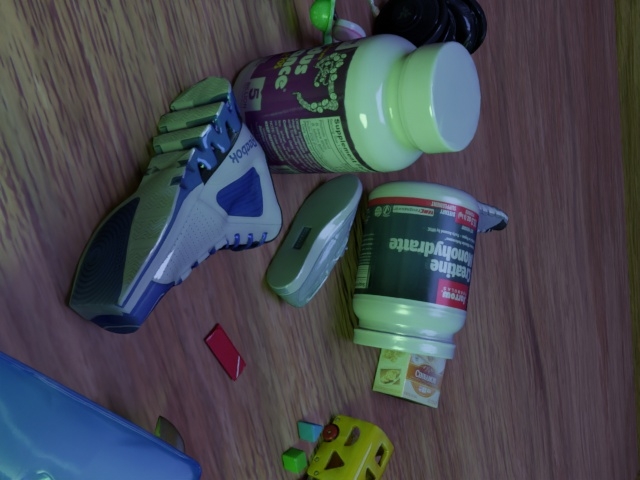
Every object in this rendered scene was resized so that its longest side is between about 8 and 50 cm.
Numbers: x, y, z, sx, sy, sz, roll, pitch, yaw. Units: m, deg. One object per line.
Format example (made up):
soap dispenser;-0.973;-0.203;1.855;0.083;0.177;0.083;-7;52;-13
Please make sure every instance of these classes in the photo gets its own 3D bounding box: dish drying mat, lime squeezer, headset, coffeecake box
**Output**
dish drying mat;-0.128;0.152;0.864;0.032;0.008;0.083;-51;130;-35
lime squeezer;-0.022;-0.329;0.888;0.110;0.059;0.310;-36;128;-3
headset;0.223;-0.379;1.127;0.243;0.185;0.395;-21;120;-49
coffeecake box;0.181;0.210;1.208;0.142;0.068;0.186;30;69;-47

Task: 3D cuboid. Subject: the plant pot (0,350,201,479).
plant pot;-0.260;0.208;0.466;0.236;0.236;0.212;36;60;-15

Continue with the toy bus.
toy bus;0.039;0.384;1.012;0.191;0.104;0.202;-1;93;-51

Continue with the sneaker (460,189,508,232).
sneaker;0.312;-0.021;1.357;0.228;0.086;0.132;19;82;-40

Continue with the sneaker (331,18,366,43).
sneaker;0.036;-0.280;0.974;0.134;0.050;0.070;69;39;-82

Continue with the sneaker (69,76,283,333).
sneaker;-0.134;-0.019;0.750;0.182;0.127;0.316;46;56;-40

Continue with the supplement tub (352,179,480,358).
supplement tub;0.157;0.050;1.069;0.191;0.191;0.272;18;78;-50

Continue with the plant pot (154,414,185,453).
plant pot;-0.170;0.306;0.663;0.032;0.236;0.237;9;84;-15

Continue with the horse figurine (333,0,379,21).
horse figurine;0.045;-0.443;0.983;0.174;0.066;0.263;40;70;-29

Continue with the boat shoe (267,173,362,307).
boat shoe;0.001;0.001;0.969;0.228;0.079;0.081;-58;140;-23

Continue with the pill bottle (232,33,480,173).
pill bottle;0.041;-0.171;0.817;0.169;0.301;0.169;-5;96;-51
